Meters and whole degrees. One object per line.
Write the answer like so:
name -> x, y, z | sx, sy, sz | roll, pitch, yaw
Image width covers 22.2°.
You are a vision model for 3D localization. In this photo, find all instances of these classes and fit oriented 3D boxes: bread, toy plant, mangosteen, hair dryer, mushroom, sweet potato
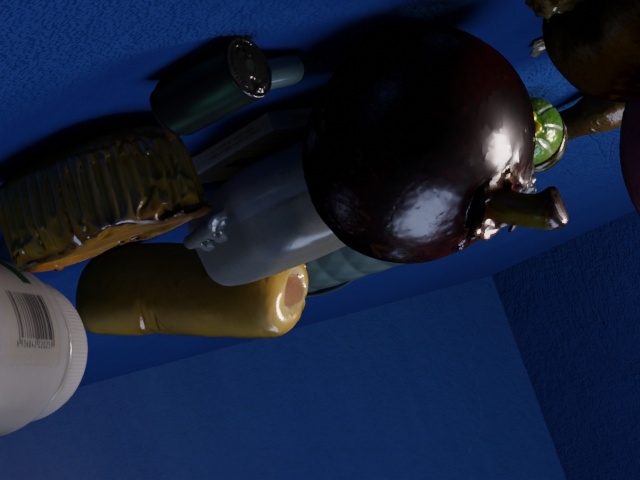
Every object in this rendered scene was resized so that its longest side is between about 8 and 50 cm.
bread -> -0.164, 0.056, 2.055 | 0.305, 0.091, 0.142 | -1, -136, 25
toy plant -> 0.270, -0.135, 2.104 | 0.093, 0.093, 0.162 | -21, 172, 9
mangosteen -> 0.118, -0.070, 1.520 | 0.235, 0.261, 0.235 | -34, 144, -29
hair dryer -> -0.055, -0.143, 1.450 | 0.100, 0.057, 0.198 | -23, 177, 37
mushroom -> 0.309, -0.218, 1.381 | 0.278, 0.163, 0.297 | -17, 173, -19
sweet potato -> 0.377, -0.177, 2.196 | 0.067, 0.067, 0.274 | -13, 175, -41
bread -> -0.211, -0.043, 1.551 | 0.199, 0.104, 0.199 | -19, 177, -1

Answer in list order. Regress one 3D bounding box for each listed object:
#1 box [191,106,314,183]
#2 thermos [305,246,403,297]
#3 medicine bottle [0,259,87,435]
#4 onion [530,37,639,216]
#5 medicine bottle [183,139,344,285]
box -> -0.077, -0.100, 1.753 | 0.167, 0.024, 0.090 | -26, 170, 42
thermos -> 0.000, 0.000, 2.133 | 0.286, 0.145, 0.182 | -19, 140, 28
medicine bottle -> -0.395, 0.119, 1.818 | 0.208, 0.208, 0.340 | -21, 172, 8
onion -> 0.450, -0.166, 1.717 | 0.358, 0.345, 0.358 | -36, 177, -2
medicine bottle -> -0.005, -0.046, 1.814 | 0.282, 0.123, 0.375 | -26, 179, -15
